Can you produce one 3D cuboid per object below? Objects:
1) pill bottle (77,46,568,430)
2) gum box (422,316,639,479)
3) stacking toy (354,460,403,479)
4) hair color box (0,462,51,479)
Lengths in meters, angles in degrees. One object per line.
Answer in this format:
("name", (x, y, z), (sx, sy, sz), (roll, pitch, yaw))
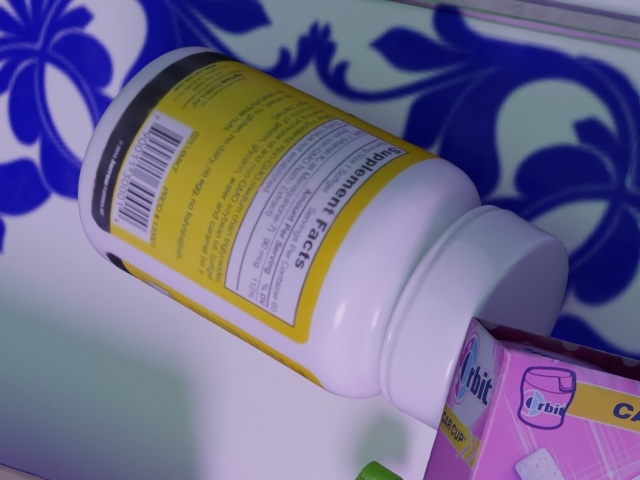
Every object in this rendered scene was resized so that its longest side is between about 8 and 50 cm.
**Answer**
("pill bottle", (0.000, 0.000, 0.697), (0.208, 0.119, 0.119), (29, 101, 27))
("gum box", (0.138, 0.109, 0.597), (0.188, 0.062, 0.107), (15, 96, -10))
("stacking toy", (0.051, 0.233, 0.700), (0.167, 0.052, 0.221), (26, 98, 26))
("hair color box", (-0.251, 0.191, 0.767), (0.339, 0.110, 0.185), (14, 59, 20))
